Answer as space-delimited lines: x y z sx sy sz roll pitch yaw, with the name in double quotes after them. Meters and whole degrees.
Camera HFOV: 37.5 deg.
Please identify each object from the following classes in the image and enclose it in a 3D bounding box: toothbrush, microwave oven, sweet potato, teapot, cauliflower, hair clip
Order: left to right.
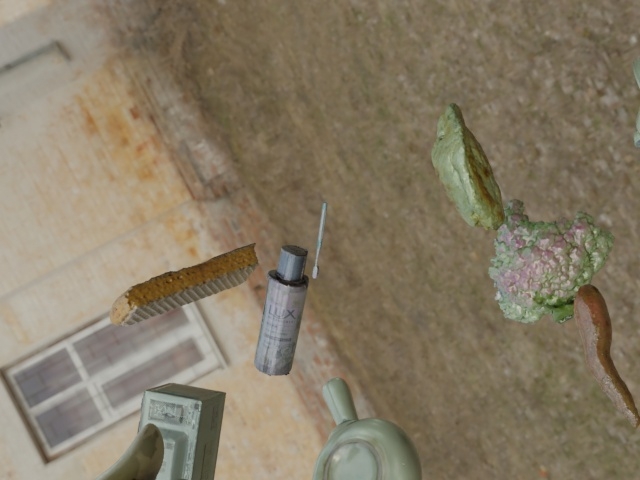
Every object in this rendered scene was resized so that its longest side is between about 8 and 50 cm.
-0.302 0.418 1.406 0.113 0.282 0.172 33 174 26 "hair clip"
-0.264 0.376 1.729 0.162 0.122 0.208 10 -93 -76 "microwave oven"
0.000 0.000 1.985 0.014 0.011 0.167 -22 -57 -60 "toothbrush"
0.084 0.374 1.688 0.149 0.219 0.318 36 -136 -49 "teapot"
0.428 0.030 1.846 0.315 0.238 0.257 -92 12 -64 "cauliflower"
0.391 0.155 1.302 0.050 0.050 0.214 74 -174 -62 "sweet potato"

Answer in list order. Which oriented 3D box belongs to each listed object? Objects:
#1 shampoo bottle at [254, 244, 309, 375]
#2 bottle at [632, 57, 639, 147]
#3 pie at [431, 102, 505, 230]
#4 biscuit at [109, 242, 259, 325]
-0.060 0.111 1.514 0.072 0.072 0.214 -128 45 -59 "shampoo bottle"
0.698 -0.302 1.767 0.229 0.229 0.352 57 148 40 "bottle"
0.244 -0.114 1.601 0.248 0.090 0.201 -95 -19 -61 "pie"
-0.270 0.092 1.945 0.054 0.378 0.094 55 130 13 "biscuit"
